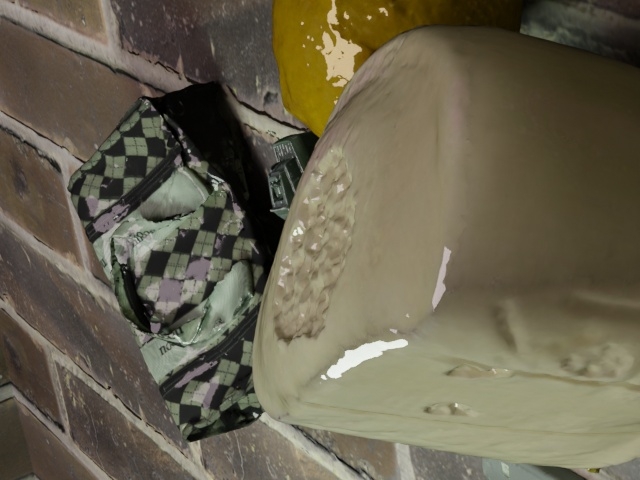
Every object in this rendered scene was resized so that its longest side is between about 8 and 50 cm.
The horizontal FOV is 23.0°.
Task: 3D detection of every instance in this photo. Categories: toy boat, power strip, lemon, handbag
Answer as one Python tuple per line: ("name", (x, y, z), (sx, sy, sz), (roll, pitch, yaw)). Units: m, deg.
("toy boat", (0.000, 0.000, 1.872), (0.078, 0.085, 0.260), (-8, 102, 63))
("power strip", (0.241, 0.264, 1.679), (0.253, 0.027, 0.060), (28, 134, 53))
("lemon", (0.067, -0.200, 1.421), (0.233, 0.233, 0.288), (24, 107, 55))
("handbag", (-0.150, 0.027, 2.102), (0.317, 0.180, 0.416), (-39, 73, 50))

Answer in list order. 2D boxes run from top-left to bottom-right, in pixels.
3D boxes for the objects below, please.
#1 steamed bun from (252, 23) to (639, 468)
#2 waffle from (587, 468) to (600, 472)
("steamed bun", (0.162, 0.005, 1.247), (0.456, 0.371, 0.290), (139, 139, -61))
("waffle", (0.206, 0.109, 1.605), (0.245, 0.052, 0.254), (33, 136, 48))
